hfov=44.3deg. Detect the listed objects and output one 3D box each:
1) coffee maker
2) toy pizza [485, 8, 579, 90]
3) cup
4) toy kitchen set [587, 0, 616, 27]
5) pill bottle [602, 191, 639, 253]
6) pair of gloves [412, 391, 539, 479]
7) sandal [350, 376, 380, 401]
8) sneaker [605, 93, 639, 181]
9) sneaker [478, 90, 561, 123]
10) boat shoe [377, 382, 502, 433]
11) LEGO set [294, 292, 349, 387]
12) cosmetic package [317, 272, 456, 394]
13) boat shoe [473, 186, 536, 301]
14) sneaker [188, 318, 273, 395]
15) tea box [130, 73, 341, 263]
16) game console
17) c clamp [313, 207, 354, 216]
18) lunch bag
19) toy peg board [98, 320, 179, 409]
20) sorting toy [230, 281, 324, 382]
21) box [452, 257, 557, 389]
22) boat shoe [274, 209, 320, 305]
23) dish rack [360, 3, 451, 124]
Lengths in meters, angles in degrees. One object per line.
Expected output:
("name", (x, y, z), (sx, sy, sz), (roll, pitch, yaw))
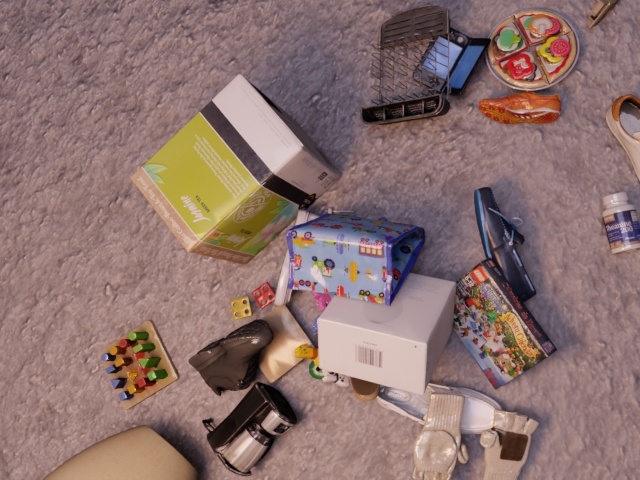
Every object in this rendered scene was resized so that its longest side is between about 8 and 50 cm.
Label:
("coffee maker", (-0.164, 0.406, 1.763), (0.171, 0.120, 0.178), (43, 95, 17))
("toy pizza", (0.462, -0.423, 1.721), (0.201, 0.032, 0.201), (-4, 73, 13))
("cup", (-0.413, 0.553, 1.741), (0.331, 0.331, 0.237), (34, 66, 17))
("toy kitchen set", (0.586, -0.512, 1.698), (0.075, 0.083, 0.068), (49, 139, 16))
("pill bottle", (0.622, -0.036, 1.625), (0.067, 0.067, 0.120), (-13, 80, 14))
("pair of gloves", (0.312, 0.429, 1.615), (0.240, 0.042, 0.204), (16, 96, -4))
("sandal", (0.097, 0.256, 1.729), (0.088, 0.079, 0.240), (-6, 48, 6))
("sneaker", (0.685, -0.173, 1.598), (0.106, 0.123, 0.290), (-38, 76, 6))
("sneaker", (0.436, -0.295, 1.723), (0.175, 0.064, 0.067), (6, 63, 12))
("boat shoe", (0.244, 0.354, 1.667), (0.277, 0.096, 0.098), (8, 85, 16))
("LEGO set", (-0.003, 0.218, 1.721), (0.093, 0.087, 0.227), (10, 58, -21))
("cosmetic package", (0.139, 0.173, 1.613), (0.224, 0.224, 0.138), (12, 125, 20))
("boat shoe", (0.394, 0.007, 1.680), (0.089, 0.109, 0.258), (-16, 96, 6))
("sneaker", (-0.179, 0.266, 1.757), (0.286, 0.109, 0.130), (-34, 87, 49))
("tea box", (-0.172, -0.139, 1.724), (0.323, 0.329, 0.220), (-41, 75, 8))
("game console", (0.290, -0.405, 1.752), (0.124, 0.085, 0.144), (30, 91, 5))
("c clamp", (0.000, 0.000, 1.819), (0.137, 0.022, 0.160), (7, 85, 16))
("lunch bag", (0.086, 0.003, 1.661), (0.221, 0.293, 0.138), (8, 113, 20))
("toy peg board", (-0.450, 0.298, 1.878), (0.161, 0.079, 0.161), (-32, 76, 10))
("sorting toy", (-0.099, 0.227, 1.805), (0.132, 0.046, 0.274), (-39, 75, 8))
("box", (0.360, 0.174, 1.644), (0.233, 0.044, 0.159), (56, 133, 15))
("boat shoe", (-0.043, 0.044, 1.772), (0.076, 0.083, 0.226), (16, 85, -3))
("dish rack", (0.196, -0.393, 1.755), (0.208, 0.074, 0.271), (-3, 82, 37))
